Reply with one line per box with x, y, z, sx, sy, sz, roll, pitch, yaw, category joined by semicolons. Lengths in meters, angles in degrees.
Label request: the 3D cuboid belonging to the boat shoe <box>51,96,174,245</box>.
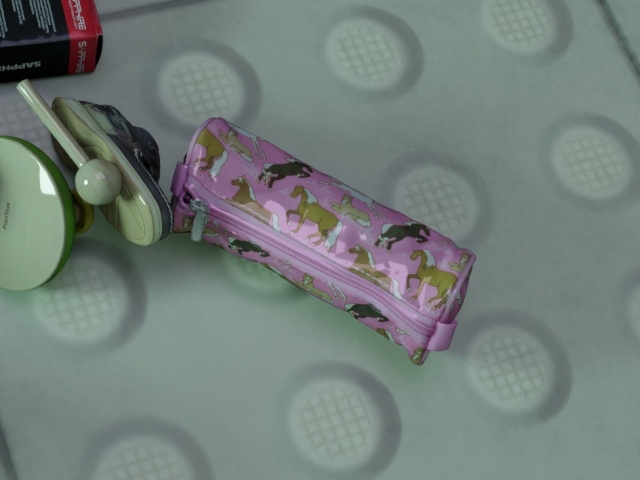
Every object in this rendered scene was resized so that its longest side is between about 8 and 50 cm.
-0.235;-0.094;1.749;0.092;0.103;0.285;-14;36;-28;boat shoe

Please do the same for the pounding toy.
-0.320;-0.057;1.713;0.183;0.237;0.110;51;33;12;pounding toy

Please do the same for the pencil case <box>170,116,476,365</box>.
0.000;0.000;1.764;0.386;0.160;0.167;28;65;1;pencil case

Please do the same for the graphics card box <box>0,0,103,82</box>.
-0.482;-0.306;1.845;0.371;0.094;0.232;-10;67;-19;graphics card box
